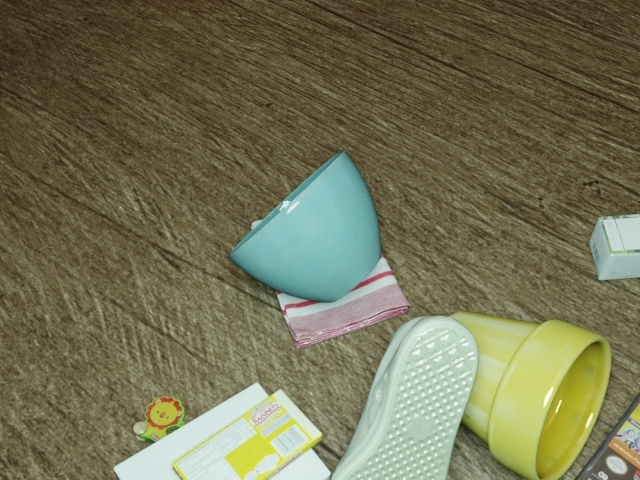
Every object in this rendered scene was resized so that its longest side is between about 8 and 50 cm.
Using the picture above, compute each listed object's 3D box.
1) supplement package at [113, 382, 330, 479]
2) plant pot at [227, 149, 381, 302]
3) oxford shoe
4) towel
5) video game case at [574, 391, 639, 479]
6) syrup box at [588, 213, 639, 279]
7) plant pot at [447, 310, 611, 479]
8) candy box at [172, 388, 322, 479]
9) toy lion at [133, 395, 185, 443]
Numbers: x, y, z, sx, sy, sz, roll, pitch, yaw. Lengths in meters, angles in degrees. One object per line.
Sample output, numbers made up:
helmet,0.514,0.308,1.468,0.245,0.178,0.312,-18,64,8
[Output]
supplement package,-0.150,0.393,1.139,0.262,0.145,0.204,-27,55,-27
plant pot,0.000,0.000,1.351,0.195,0.290,0.290,47,65,-7
oxford shoe,0.115,0.316,1.113,0.169,0.130,0.449,19,98,-7
towel,0.010,0.047,1.478,0.237,0.037,0.329,-18,53,-9
video game case,0.567,0.389,1.122,0.275,0.035,0.248,37,76,25
syrup box,0.655,0.008,1.398,0.237,0.096,0.093,-4,55,3
plant pot,0.308,0.232,1.193,0.239,0.254,0.254,20,56,39
candy box,-0.108,0.318,1.095,0.206,0.027,0.105,-30,53,-29
toy lion,-0.278,0.329,1.304,0.100,0.034,0.096,29,54,24
